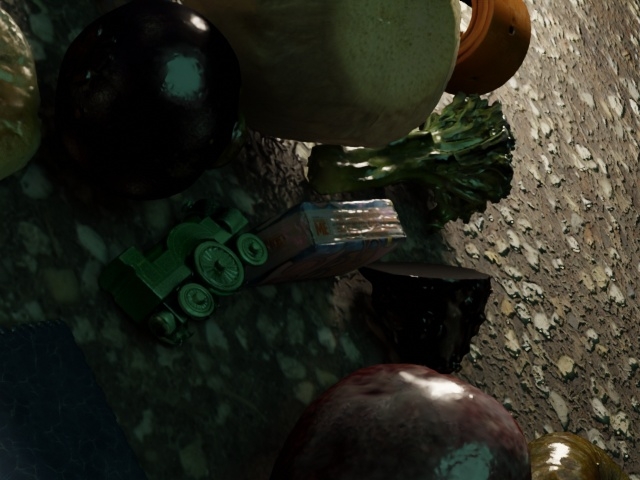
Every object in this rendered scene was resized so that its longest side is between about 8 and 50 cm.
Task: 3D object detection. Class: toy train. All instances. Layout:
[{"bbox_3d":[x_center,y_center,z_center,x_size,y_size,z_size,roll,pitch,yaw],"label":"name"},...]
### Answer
[{"bbox_3d":[-0.127,0.025,1.148,0.104,0.071,0.178,44,40,0],"label":"toy train"}]

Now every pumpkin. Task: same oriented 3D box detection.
[{"bbox_3d":[0.302,0.330,1.333,0.219,0.162,0.219,32,41,-34],"label":"pumpkin"}]

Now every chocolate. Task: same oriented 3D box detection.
[{"bbox_3d":[0.121,0.097,1.340,0.156,0.156,0.133,-1,96,-48],"label":"chocolate"}]

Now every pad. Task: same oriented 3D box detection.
[{"bbox_3d":[-0.186,0.183,0.908,0.269,0.012,0.270,62,6,3],"label":"pad"}]

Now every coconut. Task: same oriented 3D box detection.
[{"bbox_3d":[-0.003,-0.247,1.306,0.329,0.329,0.328,27,47,-33],"label":"coconut"}]

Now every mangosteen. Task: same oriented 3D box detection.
[{"bbox_3d":[-0.152,-0.126,1.141,0.230,0.194,0.194,35,39,-56],"label":"mangosteen"}]

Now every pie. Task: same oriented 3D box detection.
[{"bbox_3d":[-0.332,-0.132,1.045,0.185,0.052,0.218,47,41,-22],"label":"pie"}]

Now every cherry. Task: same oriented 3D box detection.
[{"bbox_3d":[0.066,0.231,1.090,0.300,0.230,0.203,-32,134,-35],"label":"cherry"}]

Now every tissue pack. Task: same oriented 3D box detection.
[{"bbox_3d":[0.000,0.000,1.262,0.155,0.115,0.065,-3,70,-49],"label":"tissue pack"}]

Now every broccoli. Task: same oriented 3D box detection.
[{"bbox_3d":[0.109,-0.100,1.455,0.304,0.145,0.165,-9,67,-37],"label":"broccoli"}]

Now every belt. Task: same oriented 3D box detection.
[{"bbox_3d":[0.169,-0.303,1.572,0.105,0.184,0.261,21,23,-38],"label":"belt"}]

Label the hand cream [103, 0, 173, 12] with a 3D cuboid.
[{"bbox_3d":[-0.195,-0.259,1.260,0.271,0.091,0.058,62,16,10],"label":"hand cream"}]
